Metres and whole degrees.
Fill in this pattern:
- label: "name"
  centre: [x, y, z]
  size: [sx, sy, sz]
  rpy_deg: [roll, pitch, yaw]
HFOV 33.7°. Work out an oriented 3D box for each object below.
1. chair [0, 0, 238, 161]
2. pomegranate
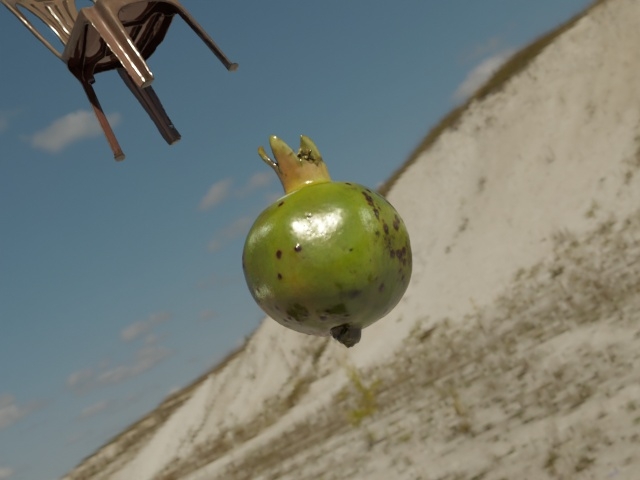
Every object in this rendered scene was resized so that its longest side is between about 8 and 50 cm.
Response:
- label: "chair"
  centre: [-0.295, -0.297, 1.487]
  size: [0.175, 0.326, 0.183]
  rpy_deg: [-22, -20, -44]
- label: "pomegranate"
  centre: [-0.010, -0.001, 1.225]
  size: [0.198, 0.246, 0.198]
  rpy_deg: [-37, 11, 9]
